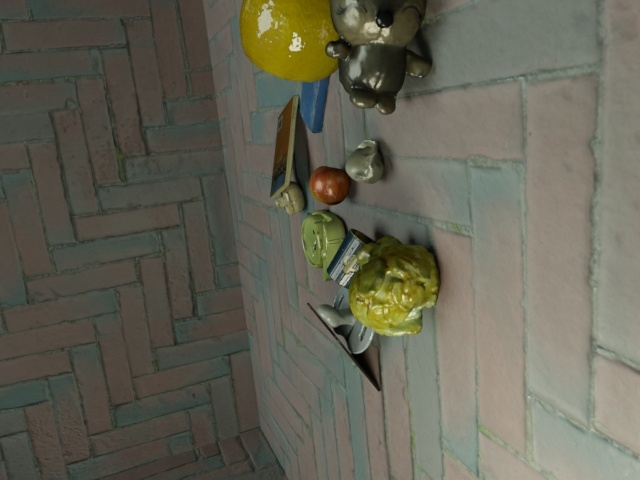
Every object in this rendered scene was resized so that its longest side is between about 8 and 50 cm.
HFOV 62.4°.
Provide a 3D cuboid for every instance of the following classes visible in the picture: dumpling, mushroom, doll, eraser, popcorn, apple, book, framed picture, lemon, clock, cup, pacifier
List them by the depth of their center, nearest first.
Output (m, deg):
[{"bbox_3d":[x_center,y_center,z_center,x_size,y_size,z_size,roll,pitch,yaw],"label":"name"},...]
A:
[{"bbox_3d":[0.105,-0.526,1.292,0.378,0.252,0.383,-136,46,-57],"label":"doll"},{"bbox_3d":[0.192,0.110,1.416,0.225,0.276,0.276,48,175,-30],"label":"popcorn"},{"bbox_3d":[-0.060,-0.665,1.521,0.364,0.364,0.365,169,90,-69],"label":"lemon"},{"bbox_3d":[0.136,-0.232,1.556,0.188,0.108,0.127,-121,52,-73],"label":"dumpling"},{"bbox_3d":[0.120,0.074,1.636,0.155,0.176,0.131,-54,-6,14],"label":"cup"},{"bbox_3d":[0.031,-0.183,1.779,0.146,0.146,0.147,169,90,-69],"label":"apple"},{"bbox_3d":[0.078,0.244,1.788,0.279,0.207,0.228,43,121,58],"label":"pacifier"},{"bbox_3d":[0.080,0.377,1.873,0.324,0.013,0.244,54,174,-31],"label":"framed picture"},{"bbox_3d":[-0.022,-0.550,1.883,0.312,0.042,0.144,101,151,-44],"label":"eraser"},{"bbox_3d":[0.000,0.000,2.021,0.308,0.096,0.235,-137,40,-59],"label":"clock"},{"bbox_3d":[-0.154,-0.379,2.187,0.262,0.028,0.374,159,118,-69],"label":"book"},{"bbox_3d":[-0.135,-0.180,2.254,0.154,0.122,0.154,158,90,-77],"label":"mushroom"}]
